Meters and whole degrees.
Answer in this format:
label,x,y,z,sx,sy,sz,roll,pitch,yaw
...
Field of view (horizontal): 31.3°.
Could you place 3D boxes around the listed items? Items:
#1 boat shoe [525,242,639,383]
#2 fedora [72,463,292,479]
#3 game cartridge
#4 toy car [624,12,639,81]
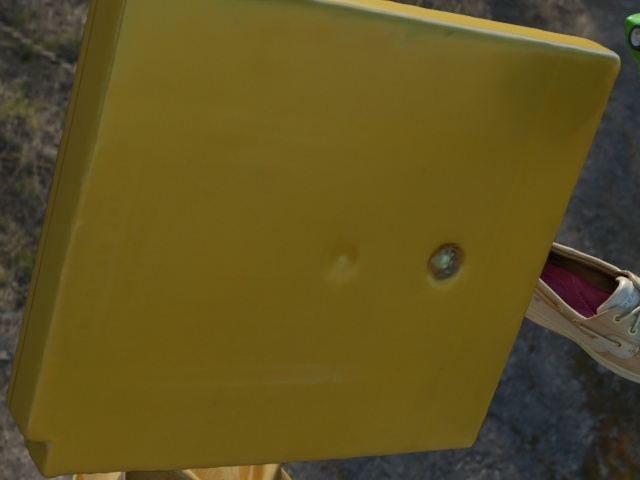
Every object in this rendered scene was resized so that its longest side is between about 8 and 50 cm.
label,x,y,z,sx,sy,sz,roll,pitch,yaw
boat shoe,0.207,0.050,0.807,0.170,0.059,0.063,24,62,22
fedora,-0.081,0.174,0.808,0.194,0.079,0.194,15,32,-9
game cartridge,0.000,0.000,0.656,0.324,0.285,0.053,4,24,-33
toy car,0.315,-0.106,0.877,0.239,0.053,0.225,-9,40,-29
